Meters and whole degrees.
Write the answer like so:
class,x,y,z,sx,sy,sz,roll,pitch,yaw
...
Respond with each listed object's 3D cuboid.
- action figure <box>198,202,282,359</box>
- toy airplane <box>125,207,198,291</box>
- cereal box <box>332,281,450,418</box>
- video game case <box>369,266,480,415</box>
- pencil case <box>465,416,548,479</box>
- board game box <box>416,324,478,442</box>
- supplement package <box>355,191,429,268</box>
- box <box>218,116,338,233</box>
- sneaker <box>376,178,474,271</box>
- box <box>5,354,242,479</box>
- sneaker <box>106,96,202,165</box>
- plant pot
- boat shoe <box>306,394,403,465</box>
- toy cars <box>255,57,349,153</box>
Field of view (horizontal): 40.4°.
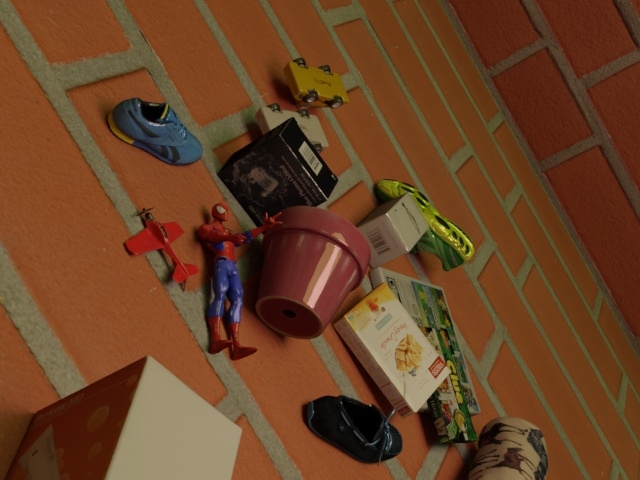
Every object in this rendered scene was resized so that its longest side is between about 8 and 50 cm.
class,x,y,z,sx,sy,sz,roll,pitch,yaw
action figure,-0.132,0.043,1.464,0.091,0.139,0.280,27,42,-49
toy airplane,-0.248,0.013,1.403,0.151,0.028,0.151,40,35,-36
cereal box,0.150,0.222,1.786,0.240,0.047,0.173,53,40,1
video game case,0.242,0.237,2.000,0.300,0.036,0.329,19,50,-51
pencil case,0.370,0.527,1.823,0.160,0.184,0.410,64,26,-7
board game box,0.267,0.314,1.907,0.136,0.030,0.259,19,51,-54
supplement package,0.164,-0.026,2.020,0.105,0.105,0.179,58,29,-6
box,-0.079,-0.121,1.653,0.156,0.158,0.093,53,30,-16
sneaker,0.241,-0.034,2.151,0.295,0.123,0.109,43,28,3
box,-0.245,0.334,0.948,0.168,0.215,0.345,46,33,-27
sneaker,-0.263,-0.188,1.496,0.209,0.082,0.069,23,46,-51
plant pot,-0.028,0.069,1.568,0.201,0.201,0.180,45,49,-29
boat shoe,0.083,0.349,1.593,0.258,0.089,0.109,27,45,-47
toy cars,-0.050,-0.283,1.921,0.176,0.087,0.393,46,36,-18
